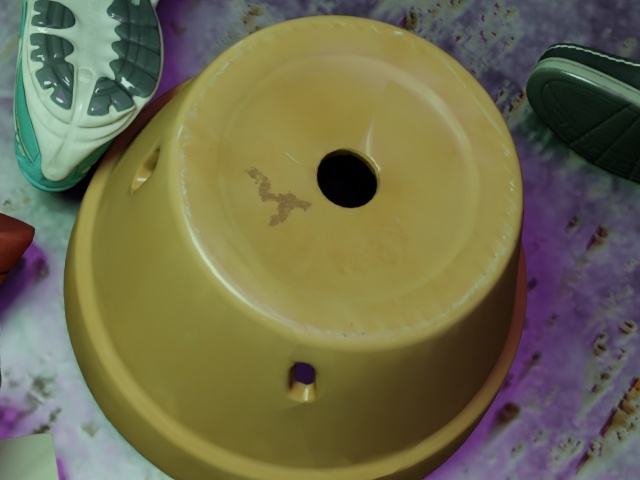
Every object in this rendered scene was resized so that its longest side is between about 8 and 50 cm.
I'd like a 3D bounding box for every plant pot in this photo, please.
[{"bbox_3d":[0.000,0.000,1.110,0.291,0.203,0.291,4,69,-10],"label":"plant pot"}]

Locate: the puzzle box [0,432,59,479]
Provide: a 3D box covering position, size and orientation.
[{"bbox_3d":[-0.254,0.323,1.022,0.272,0.052,0.409,-6,71,-13],"label":"puzzle box"}]

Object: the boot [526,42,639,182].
[{"bbox_3d":[0.263,-0.123,1.271,0.236,0.085,0.178,22,65,-9],"label":"boot"}]

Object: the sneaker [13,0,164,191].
[{"bbox_3d":[-0.153,-0.151,1.192,0.107,0.110,0.275,18,49,-13],"label":"sneaker"}]

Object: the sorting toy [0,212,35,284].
[{"bbox_3d":[-0.360,0.014,1.111,0.366,0.127,0.126,11,98,-3],"label":"sorting toy"}]
